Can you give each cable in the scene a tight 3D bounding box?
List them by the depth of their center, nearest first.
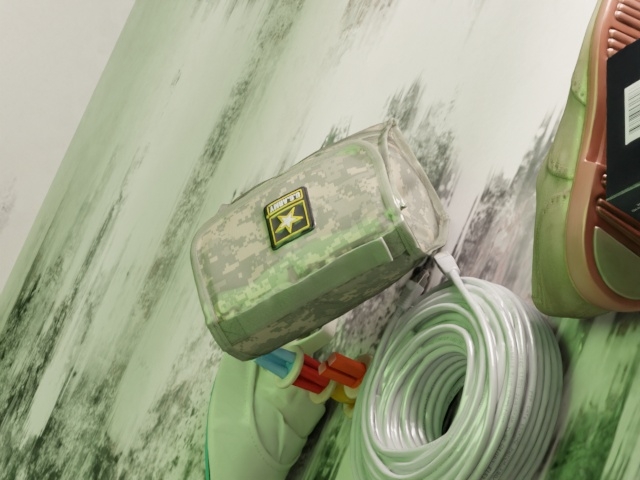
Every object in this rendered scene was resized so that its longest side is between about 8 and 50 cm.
[{"bbox_3d":[0.128,0.163,1.375,0.257,0.089,0.257,-60,28,7],"label":"cable"}]

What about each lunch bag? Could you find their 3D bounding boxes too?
[{"bbox_3d":[0.000,0.000,1.486,0.235,0.169,0.287,-28,10,13],"label":"lunch bag"}]

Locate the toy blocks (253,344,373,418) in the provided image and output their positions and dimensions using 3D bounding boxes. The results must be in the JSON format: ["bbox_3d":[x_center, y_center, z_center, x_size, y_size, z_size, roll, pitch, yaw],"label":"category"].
[{"bbox_3d":[0.007,0.146,1.535,0.123,0.148,0.054,-17,52,55],"label":"toy blocks"}]

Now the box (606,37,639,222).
[{"bbox_3d":[0.324,-0.078,1.169,0.093,0.158,0.156,-32,40,44],"label":"box"}]

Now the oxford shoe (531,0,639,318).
[{"bbox_3d":[0.270,-0.113,1.327,0.146,0.140,0.397,-25,42,60],"label":"oxford shoe"}]

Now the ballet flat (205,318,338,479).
[{"bbox_3d":[-0.047,0.147,1.673,0.139,0.139,0.400,-34,38,44],"label":"ballet flat"}]
